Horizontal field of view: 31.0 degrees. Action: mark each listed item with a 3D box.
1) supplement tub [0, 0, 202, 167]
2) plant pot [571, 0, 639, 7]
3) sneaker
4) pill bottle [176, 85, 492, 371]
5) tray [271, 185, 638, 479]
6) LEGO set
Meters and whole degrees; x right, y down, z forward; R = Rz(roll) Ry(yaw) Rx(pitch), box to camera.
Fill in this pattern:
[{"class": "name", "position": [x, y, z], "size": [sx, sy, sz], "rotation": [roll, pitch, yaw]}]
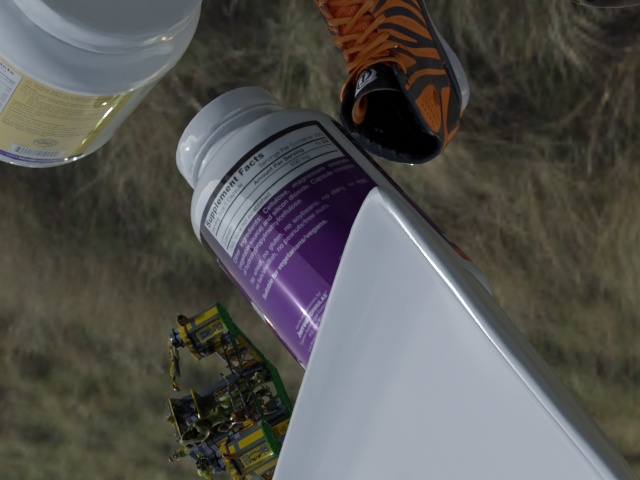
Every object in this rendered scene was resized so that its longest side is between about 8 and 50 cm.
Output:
[{"class": "supplement tub", "position": [-0.265, -0.234, 1.192], "size": [0.241, 0.241, 0.331], "rotation": [16, 157, -23]}, {"class": "plant pot", "position": [0.288, -0.386, 1.126], "size": [0.215, 0.215, 0.230], "rotation": [-5, 144, 24]}, {"class": "sneaker", "position": [0.055, -0.223, 1.243], "size": [0.125, 0.180, 0.321], "rotation": [-28, 110, 30]}, {"class": "pill bottle", "position": [0.000, 0.000, 1.098], "size": [0.181, 0.323, 0.181], "rotation": [-31, 150, -20]}, {"class": "tray", "position": [0.040, 0.110, 0.434], "size": [0.030, 0.145, 0.270], "rotation": [-21, 150, -27]}, {"class": "LEGO set", "position": [-0.149, 0.272, 1.626], "size": [0.192, 0.331, 0.255], "rotation": [-31, 147, 5]}]
